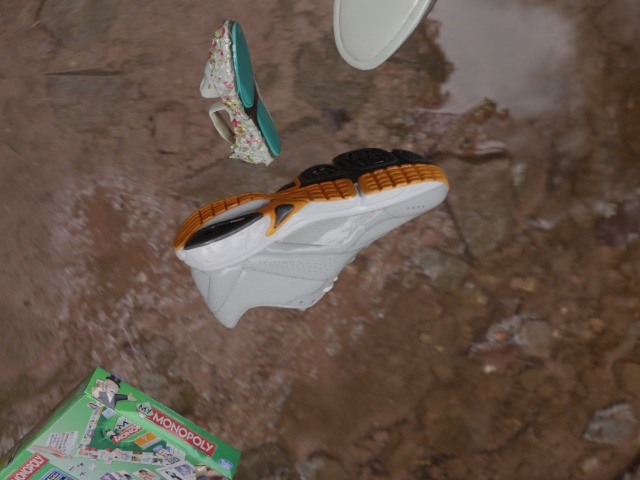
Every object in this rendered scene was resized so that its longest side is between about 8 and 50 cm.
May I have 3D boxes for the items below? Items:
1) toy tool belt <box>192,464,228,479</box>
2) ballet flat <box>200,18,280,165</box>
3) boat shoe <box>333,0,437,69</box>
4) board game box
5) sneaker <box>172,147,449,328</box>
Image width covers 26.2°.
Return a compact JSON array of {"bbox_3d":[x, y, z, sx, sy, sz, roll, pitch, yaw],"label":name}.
[{"bbox_3d":[-0.097,0.263,1.391,0.083,0.052,0.051,22,84,6],"label":"toy tool belt"},{"bbox_3d":[-0.118,-0.188,1.840,0.077,0.091,0.241,-5,135,13],"label":"ballet flat"},{"bbox_3d":[0.105,-0.314,1.408,0.091,0.109,0.305,-20,138,-54],"label":"boat shoe"},{"bbox_3d":[-0.269,0.291,1.766,0.213,0.317,0.046,34,48,-15],"label":"board game box"},{"bbox_3d":[0.000,0.000,1.306,0.262,0.099,0.121,-18,118,1],"label":"sneaker"}]
